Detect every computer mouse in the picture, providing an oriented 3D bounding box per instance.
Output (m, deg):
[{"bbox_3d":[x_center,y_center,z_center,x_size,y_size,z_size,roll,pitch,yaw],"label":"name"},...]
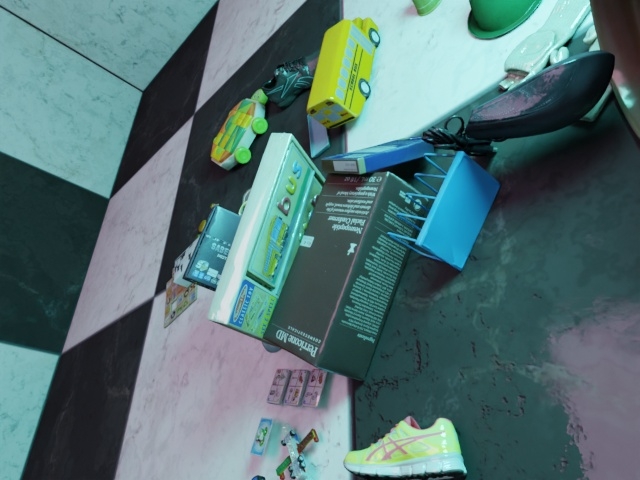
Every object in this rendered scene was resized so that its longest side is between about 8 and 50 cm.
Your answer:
[{"bbox_3d":[0.314,-0.186,0.713,0.272,0.188,0.072,-25,74,47],"label":"computer mouse"}]

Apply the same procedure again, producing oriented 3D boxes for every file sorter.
[{"bbox_3d":[0.213,-0.055,0.817,0.104,0.118,0.170,20,83,58],"label":"file sorter"}]

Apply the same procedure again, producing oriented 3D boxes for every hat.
[{"bbox_3d":[0.324,-0.543,0.933,0.173,0.184,0.208,-49,38,18],"label":"hat"}]

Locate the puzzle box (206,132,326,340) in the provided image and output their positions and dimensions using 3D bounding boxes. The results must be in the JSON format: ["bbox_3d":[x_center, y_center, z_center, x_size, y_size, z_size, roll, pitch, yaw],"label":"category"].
[{"bbox_3d":[-0.086,0.011,1.003,0.052,0.272,0.408,8,72,26],"label":"puzzle box"}]

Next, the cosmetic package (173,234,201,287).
[{"bbox_3d":[-0.396,0.048,1.520,0.239,0.060,0.099,-40,43,27],"label":"cosmetic package"}]

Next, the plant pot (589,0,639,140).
[{"bbox_3d":[0.490,-0.292,0.505,0.280,0.323,0.323,-18,53,24],"label":"plant pot"}]

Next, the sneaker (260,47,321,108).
[{"bbox_3d":[-0.080,-0.532,1.485,0.267,0.106,0.101,-33,44,32],"label":"sneaker"}]

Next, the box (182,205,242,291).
[{"bbox_3d":[-0.183,0.048,1.100,0.059,0.233,0.183,-21,46,63],"label":"box"}]

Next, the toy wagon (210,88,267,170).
[{"bbox_3d":[-0.284,-0.425,1.693,0.344,0.068,0.267,-60,36,3],"label":"toy wagon"}]

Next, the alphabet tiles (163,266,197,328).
[{"bbox_3d":[-0.489,0.160,1.619,0.198,0.009,0.237,-41,42,27],"label":"alphabet tiles"}]

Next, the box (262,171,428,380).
[{"bbox_3d":[0.048,0.058,0.926,0.191,0.143,0.381,9,77,52],"label":"box"}]

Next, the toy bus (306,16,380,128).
[{"bbox_3d":[0.065,-0.465,1.244,0.108,0.130,0.332,-12,59,46],"label":"toy bus"}]

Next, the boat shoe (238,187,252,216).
[{"bbox_3d":[-0.172,-0.066,1.302,0.116,0.097,0.324,-50,38,18],"label":"boat shoe"}]

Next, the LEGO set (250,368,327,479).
[{"bbox_3d":[-0.061,0.386,0.940,0.182,0.060,0.244,-18,45,48],"label":"LEGO set"}]

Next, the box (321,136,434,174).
[{"bbox_3d":[0.131,-0.177,0.952,0.136,0.225,0.036,16,122,59],"label":"box"}]

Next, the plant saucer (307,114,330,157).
[{"bbox_3d":[-0.005,-0.318,1.330,0.067,0.018,0.192,-35,45,32],"label":"plant saucer"}]

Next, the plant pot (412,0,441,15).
[{"bbox_3d":[0.255,-0.626,1.160,0.083,0.079,0.083,-28,49,37],"label":"plant pot"}]

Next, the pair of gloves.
[{"bbox_3d":[0.429,-0.323,0.787,0.204,0.042,0.240,-52,37,14],"label":"pair of gloves"}]

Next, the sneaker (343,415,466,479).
[{"bbox_3d":[0.127,0.325,0.718,0.208,0.081,0.094,-22,45,33],"label":"sneaker"}]

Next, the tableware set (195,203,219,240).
[{"bbox_3d":[-0.398,-0.059,1.639,0.104,0.024,0.154,4,72,55],"label":"tableware set"}]

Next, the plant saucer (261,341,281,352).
[{"bbox_3d":[-0.112,0.210,1.118,0.119,0.021,0.119,-28,48,36],"label":"plant saucer"}]
